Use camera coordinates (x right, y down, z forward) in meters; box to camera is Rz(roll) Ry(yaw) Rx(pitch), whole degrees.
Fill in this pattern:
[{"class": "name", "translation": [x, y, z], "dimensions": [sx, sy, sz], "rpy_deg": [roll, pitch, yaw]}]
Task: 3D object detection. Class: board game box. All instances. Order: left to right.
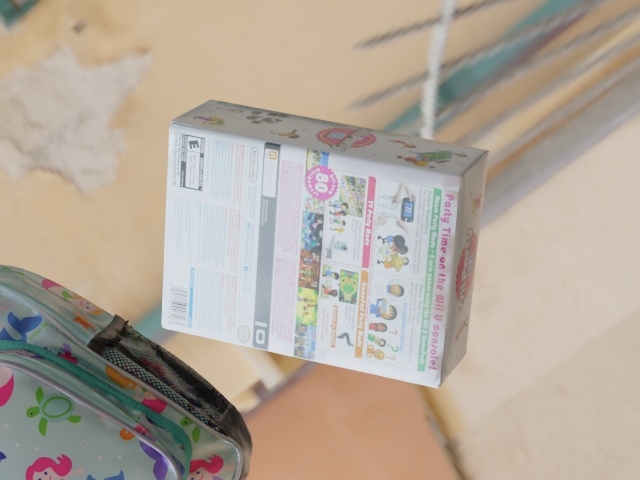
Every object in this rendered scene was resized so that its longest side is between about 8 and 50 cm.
[{"class": "board game box", "translation": [0.000, 0.000, 1.592], "dimensions": [0.303, 0.224, 0.097], "rpy_deg": [12, -158, 19]}]

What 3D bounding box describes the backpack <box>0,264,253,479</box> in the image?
[{"class": "backpack", "translation": [-0.198, 0.141, 1.018], "dimensions": [0.253, 0.225, 0.191], "rpy_deg": [37, -175, 5]}]
